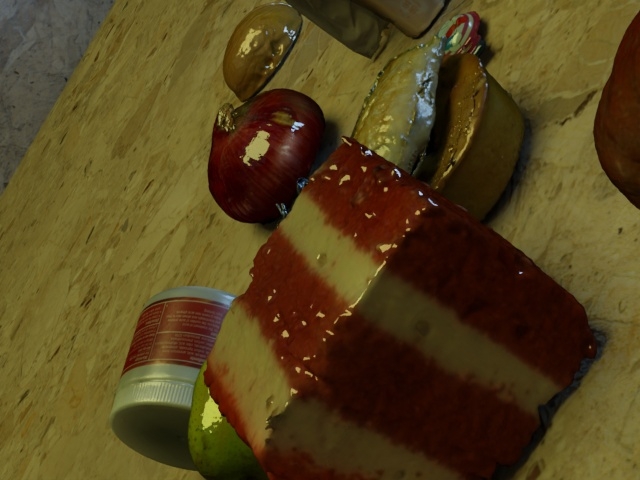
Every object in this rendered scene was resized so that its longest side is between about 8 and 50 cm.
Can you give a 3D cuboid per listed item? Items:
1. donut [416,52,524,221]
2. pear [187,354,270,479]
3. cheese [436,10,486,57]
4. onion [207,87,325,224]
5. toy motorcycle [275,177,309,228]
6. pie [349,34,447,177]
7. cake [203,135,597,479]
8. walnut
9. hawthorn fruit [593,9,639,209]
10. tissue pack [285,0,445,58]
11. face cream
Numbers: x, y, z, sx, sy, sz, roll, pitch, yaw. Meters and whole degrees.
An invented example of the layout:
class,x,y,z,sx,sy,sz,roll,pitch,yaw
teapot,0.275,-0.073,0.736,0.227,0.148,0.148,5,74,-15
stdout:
class,x,y,z,sx,sy,sz,roll,pitch,yaw
donut,0.144,-0.102,1.623,0.277,0.108,0.278,-41,30,30
pear,-0.066,0.206,1.558,0.187,0.187,0.220,-24,28,50
cheese,0.198,-0.279,1.808,0.095,0.038,0.145,-53,25,11
onion,-0.093,-0.137,2.050,0.248,0.161,0.248,-169,90,-71
toy motorcycle,0.000,0.000,1.714,0.100,0.173,0.058,-27,-1,40
pie,0.087,-0.137,1.562,0.128,0.068,0.282,-24,38,47
cake,0.069,0.105,1.333,0.320,0.270,0.269,-55,25,6
walnut,-0.127,-0.374,2.440,0.211,0.087,0.167,-60,29,-4
hawthorn fruit,0.363,-0.120,1.110,0.258,0.258,0.262,-43,16,28
tissue pack,0.031,-0.445,1.982,0.238,0.305,0.239,-41,30,30
face cream,-0.168,0.188,1.743,0.201,0.201,0.187,-30,38,45
